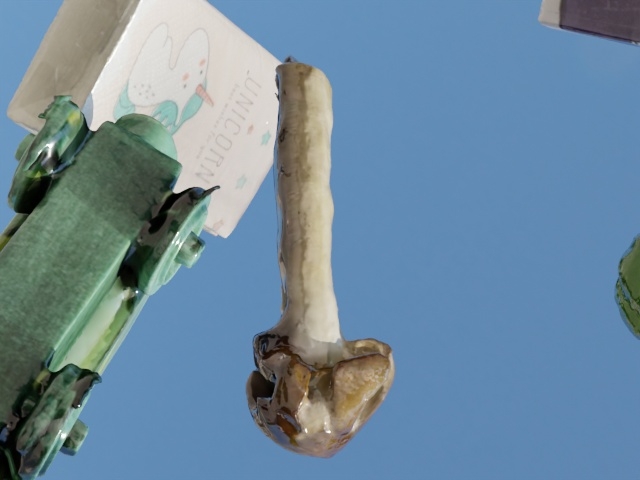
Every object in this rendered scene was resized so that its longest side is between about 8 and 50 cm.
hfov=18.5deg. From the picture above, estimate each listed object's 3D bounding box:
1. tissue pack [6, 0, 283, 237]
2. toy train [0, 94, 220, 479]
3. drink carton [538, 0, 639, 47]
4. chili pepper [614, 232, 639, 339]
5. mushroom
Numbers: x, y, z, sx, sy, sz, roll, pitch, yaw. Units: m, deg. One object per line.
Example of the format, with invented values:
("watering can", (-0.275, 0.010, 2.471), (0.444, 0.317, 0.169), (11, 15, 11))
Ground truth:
("tissue pack", (-0.129, -0.121, 1.683), (0.071, 0.325, 0.170), (24, -93, 26))
("toy train", (-0.220, 0.076, 1.423), (0.253, 0.160, 0.397), (-57, -178, 43))
("drink carton", (0.262, -0.177, 1.239), (0.222, 0.102, 0.134), (19, -82, 43))
("chili pepper", (0.254, 0.066, 1.002), (0.099, 0.083, 0.253), (-31, -125, -35))
("mushroom", (0.000, 0.000, 0.827), (0.061, 0.060, 0.187), (1, -112, -1))
